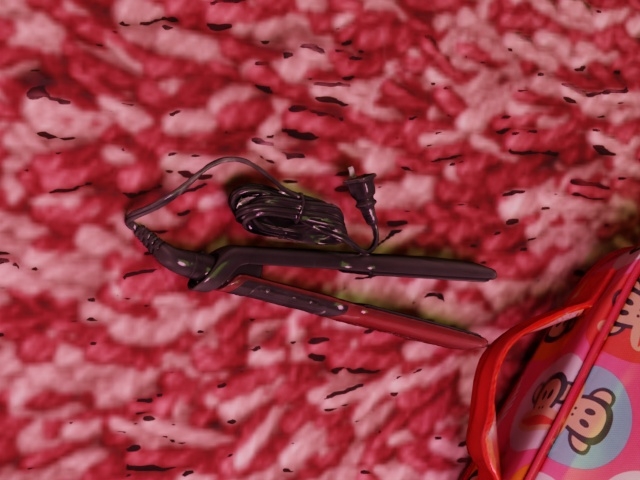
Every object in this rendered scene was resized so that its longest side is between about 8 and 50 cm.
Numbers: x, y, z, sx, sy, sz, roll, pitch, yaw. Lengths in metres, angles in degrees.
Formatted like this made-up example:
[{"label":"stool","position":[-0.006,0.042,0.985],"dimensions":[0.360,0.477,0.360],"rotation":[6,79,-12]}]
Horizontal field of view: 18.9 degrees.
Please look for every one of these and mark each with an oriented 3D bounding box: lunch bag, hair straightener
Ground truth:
[{"label":"lunch bag","position":[0.195,0.147,1.137],"dimensions":[0.258,0.120,0.293],"rotation":[35,74,-10]},{"label":"hair straightener","position":[0.000,0.000,1.084],"dimensions":[0.230,0.047,0.089],"rotation":[13,85,-25]}]
